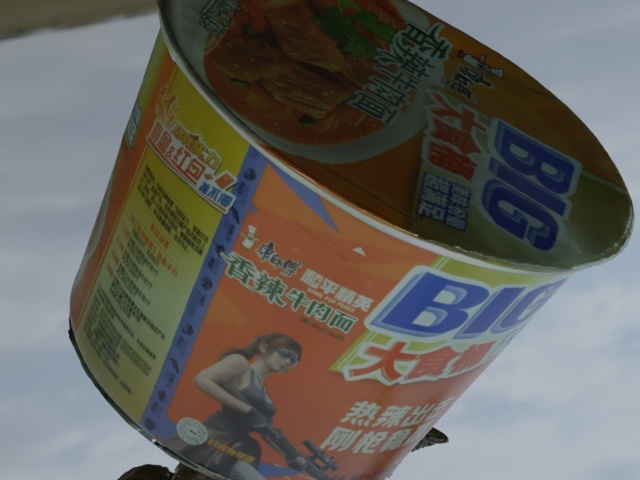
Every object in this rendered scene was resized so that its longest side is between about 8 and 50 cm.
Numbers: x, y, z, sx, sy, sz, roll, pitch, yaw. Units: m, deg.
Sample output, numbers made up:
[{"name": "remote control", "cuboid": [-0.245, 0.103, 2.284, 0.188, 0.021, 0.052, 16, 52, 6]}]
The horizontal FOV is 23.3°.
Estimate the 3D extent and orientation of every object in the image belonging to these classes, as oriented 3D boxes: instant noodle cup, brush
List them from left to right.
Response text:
[{"name": "instant noodle cup", "cuboid": [0.000, 0.000, 0.894, 0.296, 0.214, 0.296, 22, -151, -13]}, {"name": "brush", "cuboid": [0.050, 0.159, 1.432, 0.034, 0.027, 0.190, 7, -169, -34]}]

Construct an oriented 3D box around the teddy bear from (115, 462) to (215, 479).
[{"name": "teddy bear", "cuboid": [-0.093, 0.230, 0.988, 0.177, 0.140, 0.190, -27, -163, 47]}]
